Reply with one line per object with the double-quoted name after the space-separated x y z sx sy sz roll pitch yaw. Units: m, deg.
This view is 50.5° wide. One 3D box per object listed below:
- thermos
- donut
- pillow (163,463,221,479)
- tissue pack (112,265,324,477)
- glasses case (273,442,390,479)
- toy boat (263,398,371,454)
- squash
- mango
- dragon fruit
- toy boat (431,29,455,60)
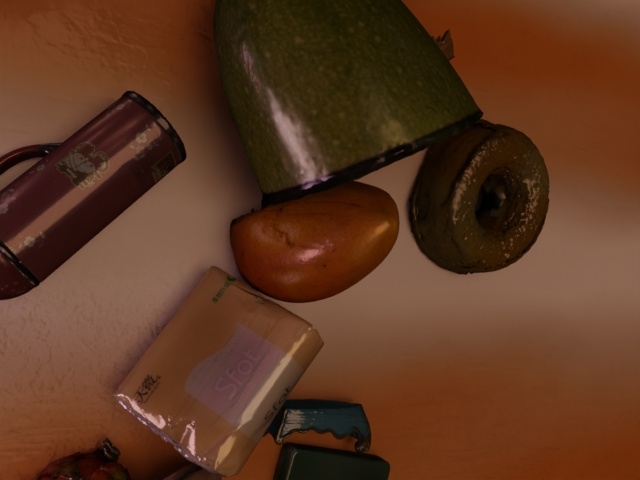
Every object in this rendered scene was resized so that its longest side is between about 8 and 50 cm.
-0.322 -0.043 0.787 0.330 0.110 0.136 -45 113 -20 "thermos"
0.277 -0.070 1.130 0.272 0.107 0.271 -2 95 -28 "donut"
-0.211 0.418 0.871 0.270 0.067 0.173 -68 163 -7 "pillow"
-0.128 0.167 0.878 0.186 0.090 0.222 31 71 18 "tissue pack"
0.019 0.362 1.041 0.184 0.039 0.077 18 84 -29 "glasses case"
0.000 0.281 1.006 0.186 0.075 0.077 9 86 -35 "toy boat"
0.010 -0.242 0.863 0.310 0.310 0.308 -26 100 -26 "squash"
0.000 0.000 0.887 0.187 0.257 0.138 -38 110 -23 "mango"
-0.278 0.303 0.839 0.147 0.102 0.096 35 83 -36 "dragon fruit"
0.125 -0.275 1.059 0.206 0.064 0.072 -33 91 -23 "toy boat"
